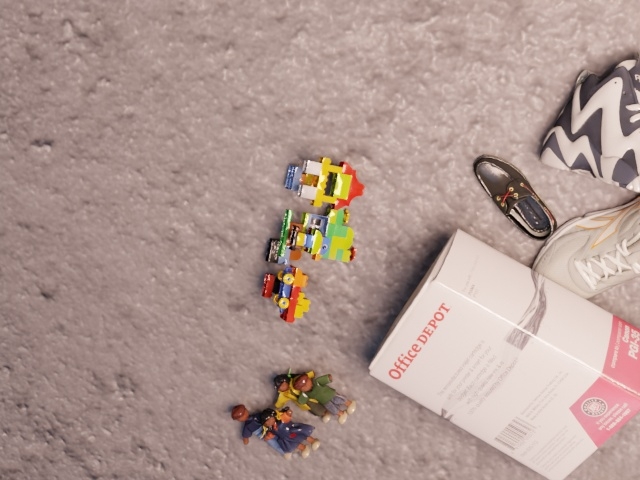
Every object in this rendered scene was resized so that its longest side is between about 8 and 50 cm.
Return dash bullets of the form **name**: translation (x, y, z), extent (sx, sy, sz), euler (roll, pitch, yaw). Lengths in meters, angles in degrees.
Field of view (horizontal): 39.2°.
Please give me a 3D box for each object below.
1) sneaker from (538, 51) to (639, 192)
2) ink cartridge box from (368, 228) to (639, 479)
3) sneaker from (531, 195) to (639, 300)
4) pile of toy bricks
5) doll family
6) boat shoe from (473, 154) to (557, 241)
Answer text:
- **sneaker**: translation (0.364, -0.130, 0.998), extent (0.094, 0.235, 0.153), euler (8, 101, -35)
- **ink cartridge box**: translation (0.232, 0.143, 1.108), extent (0.283, 0.117, 0.207), euler (30, 134, 3)
- **sneaker**: translation (0.361, 0.007, 1.063), extent (0.262, 0.121, 0.099), euler (-36, 97, 22)
- **pile of toy bricks**: translation (0.000, 0.000, 1.172), extent (0.105, 0.118, 0.212), euler (10, 94, -19)
- **doll family**: translation (-0.046, 0.241, 1.261), extent (0.111, 0.076, 0.193), euler (34, 108, -20)
- **boat shoe**: translation (0.242, -0.054, 1.116), extent (0.133, 0.042, 0.049), euler (46, 114, -2)
